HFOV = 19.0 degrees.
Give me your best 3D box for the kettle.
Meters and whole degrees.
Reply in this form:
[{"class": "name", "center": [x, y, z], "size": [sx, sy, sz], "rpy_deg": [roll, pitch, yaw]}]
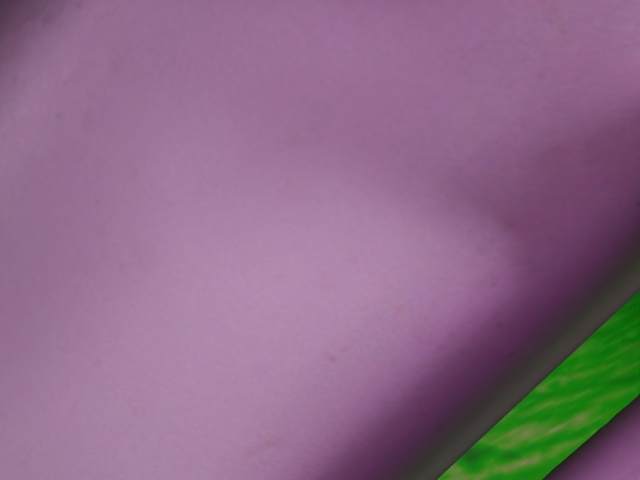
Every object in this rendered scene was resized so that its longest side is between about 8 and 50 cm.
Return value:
[{"class": "kettle", "center": [-0.011, -0.011, 0.518], "size": [0.205, 0.265, 0.318], "rpy_deg": [39, 116, -14]}]
